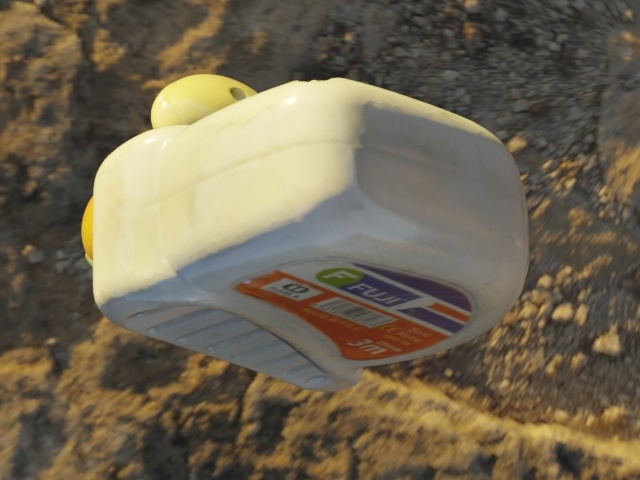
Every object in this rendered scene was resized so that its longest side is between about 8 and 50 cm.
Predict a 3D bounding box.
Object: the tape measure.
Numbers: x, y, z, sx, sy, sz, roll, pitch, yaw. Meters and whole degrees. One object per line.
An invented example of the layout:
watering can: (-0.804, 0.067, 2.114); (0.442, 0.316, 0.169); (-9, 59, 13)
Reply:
tape measure: (0.000, 0.000, 0.955); (0.265, 0.258, 0.130); (-21, 60, 34)

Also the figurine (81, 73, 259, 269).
figurine: (-0.111, -0.032, 1.324); (0.222, 0.324, 0.124); (-30, 67, -7)
